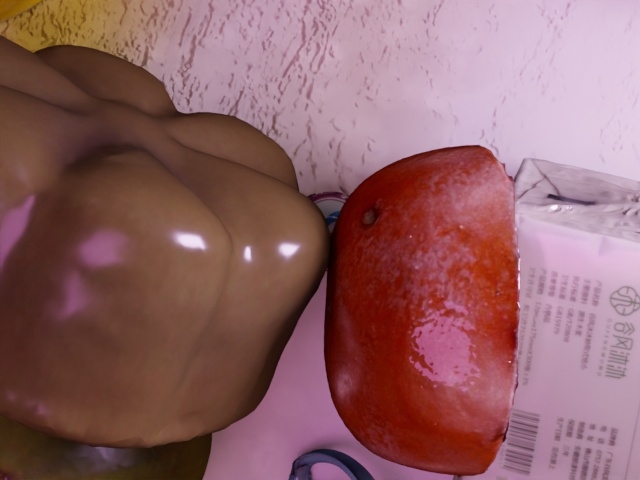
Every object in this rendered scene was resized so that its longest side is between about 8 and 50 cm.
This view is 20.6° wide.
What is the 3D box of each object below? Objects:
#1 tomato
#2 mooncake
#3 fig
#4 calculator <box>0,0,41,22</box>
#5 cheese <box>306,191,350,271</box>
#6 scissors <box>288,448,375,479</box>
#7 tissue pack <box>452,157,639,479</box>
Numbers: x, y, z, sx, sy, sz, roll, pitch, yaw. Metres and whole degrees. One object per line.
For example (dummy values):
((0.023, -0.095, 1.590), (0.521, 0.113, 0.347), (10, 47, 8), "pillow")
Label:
((0.076, 0.066, 1.688), (0.144, 0.338, 0.338), (3, 114, -13), "tomato")
((-0.226, -0.017, 1.711), (0.467, 0.467, 0.262), (27, 111, 7), "mooncake")
((-0.277, 0.214, 1.877), (0.316, 0.316, 0.316), (6, 112, 16), "fig")
((-0.358, -0.303, 1.865), (0.235, 0.032, 0.146), (-22, 102, 26), "calculator")
((0.000, 0.000, 1.857), (0.145, 0.038, 0.095), (-30, 98, 25), "cheese")
((0.093, 0.348, 1.862), (0.393, 0.032, 0.180), (22, 116, 45), "scissors")
((0.284, 0.126, 1.723), (0.266, 0.194, 0.356), (13, 114, 11), "tissue pack")
